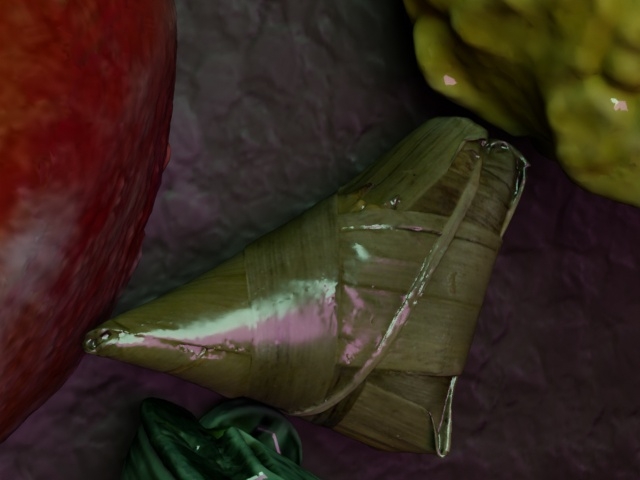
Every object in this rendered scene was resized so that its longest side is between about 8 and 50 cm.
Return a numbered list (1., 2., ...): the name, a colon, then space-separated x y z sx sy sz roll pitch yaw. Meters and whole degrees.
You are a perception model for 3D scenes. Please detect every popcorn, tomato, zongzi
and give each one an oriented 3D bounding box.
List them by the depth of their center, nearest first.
1. tomato: -0.163 -0.049 0.444 0.309 0.170 0.309 -2 95 -21
2. zongzi: 0.000 0.000 0.554 0.176 0.078 0.160 24 76 -27
3. popcorn: 0.145 -0.125 0.556 0.203 0.226 0.200 -37 129 -47

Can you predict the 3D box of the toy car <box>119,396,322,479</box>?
1. toy car: 0.030 0.184 0.556 0.306 0.136 0.125 37 88 -21
